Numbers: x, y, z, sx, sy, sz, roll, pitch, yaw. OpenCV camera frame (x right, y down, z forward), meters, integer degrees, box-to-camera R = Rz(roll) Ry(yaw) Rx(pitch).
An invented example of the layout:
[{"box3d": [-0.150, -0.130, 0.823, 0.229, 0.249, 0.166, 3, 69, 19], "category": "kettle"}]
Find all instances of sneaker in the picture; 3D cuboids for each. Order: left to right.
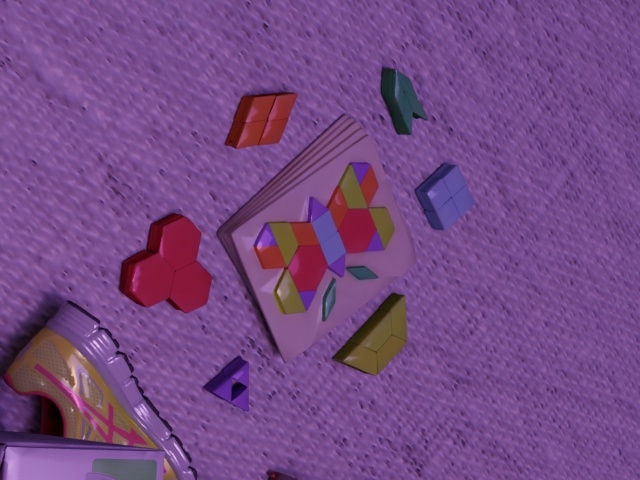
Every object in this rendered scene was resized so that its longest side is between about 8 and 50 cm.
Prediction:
[{"box3d": [-0.171, 0.150, 1.240, 0.094, 0.081, 0.208, -39, 114, -20], "category": "sneaker"}]

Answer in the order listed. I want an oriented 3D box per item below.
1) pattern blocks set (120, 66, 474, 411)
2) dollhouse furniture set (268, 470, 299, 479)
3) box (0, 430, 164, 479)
[{"box3d": [0.000, 0.000, 1.381, 0.325, 0.026, 0.285, -51, 125, -21], "category": "pattern blocks set"}, {"box3d": [0.019, 0.295, 1.344, 0.129, 0.184, 0.129, 44, 70, -36], "category": "dollhouse furniture set"}, {"box3d": [-0.222, 0.259, 1.081, 0.127, 0.231, 0.262, 8, 82, -38], "category": "box"}]
